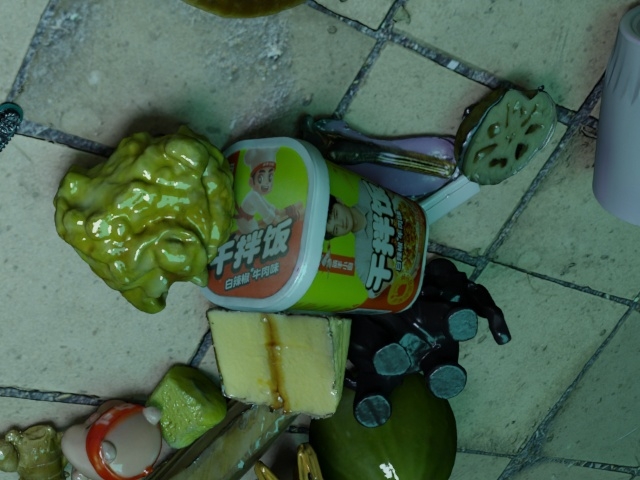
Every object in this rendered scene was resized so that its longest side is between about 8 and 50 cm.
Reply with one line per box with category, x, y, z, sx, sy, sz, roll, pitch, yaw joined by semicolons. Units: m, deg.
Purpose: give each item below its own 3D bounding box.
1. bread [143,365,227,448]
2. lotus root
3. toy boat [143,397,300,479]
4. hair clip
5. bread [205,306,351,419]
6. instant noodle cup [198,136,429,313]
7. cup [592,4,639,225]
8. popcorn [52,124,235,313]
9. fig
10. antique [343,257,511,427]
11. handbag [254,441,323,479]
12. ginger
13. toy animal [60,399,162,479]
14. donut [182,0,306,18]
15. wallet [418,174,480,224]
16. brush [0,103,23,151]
bread;-0.238;0.293;1.807;0.114;0.129;0.111;-45;165;21
lotus root;0.311;-0.197;1.774;0.203;0.078;0.183;-46;137;7
toy boat;-0.150;0.357;1.882;0.136;0.162;0.445;43;99;-9
hair clip;0.108;-0.133;1.721;0.358;0.095;0.110;7;81;-43
bread;-0.075;0.207;1.711;0.135;0.240;0.178;19;75;-67
instant noodle cup;0.000;0.000;1.617;0.307;0.294;0.294;15;115;-45
cup;0.624;-0.220;1.816;0.253;0.253;0.372;-21;130;-15
popcorn;-0.236;-0.041;1.478;0.250;0.235;0.242;-34;148;4
fig;0.128;0.402;1.963;0.316;0.316;0.316;-15;130;-19
antique;0.167;0.166;1.853;0.322;0.255;0.185;-26;113;6
handbag;-0.027;0.547;1.917;0.133;0.283;0.401;-25;164;-11
ginger;-0.485;0.385;1.763;0.115;0.081;0.205;-57;142;-31
toy animal;-0.360;0.369;1.753;0.171;0.171;0.198;0;131;-30
donut;-0.098;-0.449;1.290;0.330;0.160;0.330;-24;142;-20
wallet;0.232;-0.077;1.852;0.122;0.025;0.061;-33;136;-3
brush;-0.480;-0.110;1.417;0.193;0.032;0.043;-49;133;10
